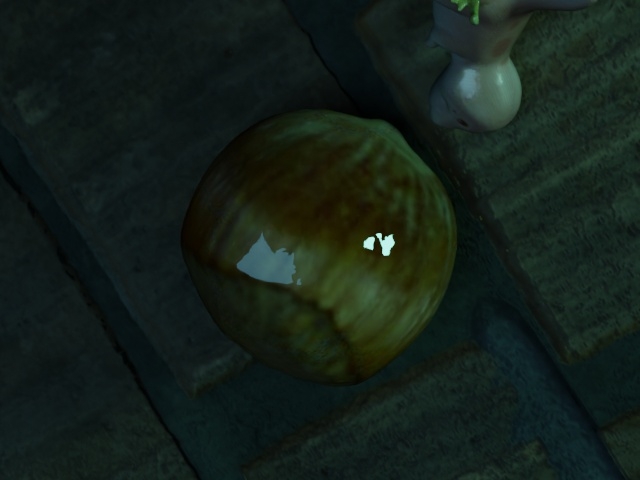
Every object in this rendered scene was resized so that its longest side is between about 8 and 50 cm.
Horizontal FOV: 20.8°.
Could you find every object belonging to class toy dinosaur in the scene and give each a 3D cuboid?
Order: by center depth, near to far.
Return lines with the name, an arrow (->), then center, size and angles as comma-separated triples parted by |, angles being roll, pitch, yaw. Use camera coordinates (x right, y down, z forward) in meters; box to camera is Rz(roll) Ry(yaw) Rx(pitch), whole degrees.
toy dinosaur -> 0.118, -0.162, 1.235 | 0.194, 0.152, 0.177 | -20, 107, 37

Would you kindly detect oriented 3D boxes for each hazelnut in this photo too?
hazelnut -> 0.000, 0.000, 1.336 | 0.214, 0.176, 0.214 | -2, 101, -12
